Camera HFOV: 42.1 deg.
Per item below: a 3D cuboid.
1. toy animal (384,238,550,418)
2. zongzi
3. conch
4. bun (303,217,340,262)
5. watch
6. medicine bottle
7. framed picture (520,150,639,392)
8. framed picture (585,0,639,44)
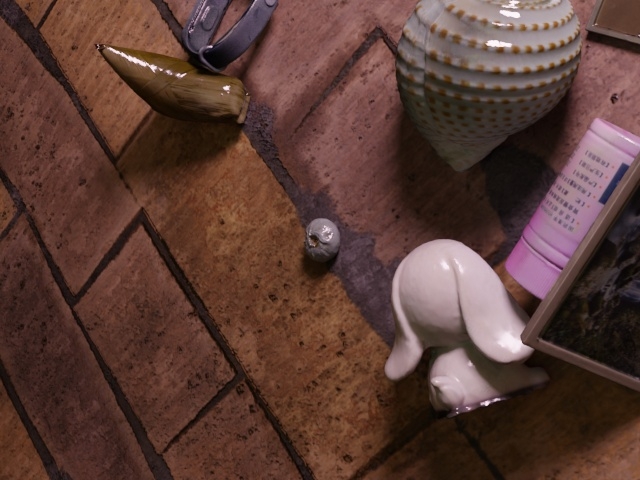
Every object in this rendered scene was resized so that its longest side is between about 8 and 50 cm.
[{"bbox_3d":[0.206,0.152,1.318,0.249,0.174,0.289,-45,68,26],"label":"toy animal"},{"bbox_3d":[-0.281,-0.316,1.614,0.228,0.256,0.114,11,75,33],"label":"zongzi"},{"bbox_3d":[0.227,-0.274,1.282,0.303,0.215,0.319,47,115,37],"label":"conch"},{"bbox_3d":[0.000,0.000,1.539,0.083,0.045,0.083,1,92,40],"label":"bun"},{"bbox_3d":[-0.182,-0.426,1.613,0.193,0.068,0.206,18,78,45],"label":"watch"},{"bbox_3d":[0.393,-0.031,1.197,0.152,0.152,0.253,38,112,29],"label":"medicine bottle"},{"bbox_3d":[0.455,0.053,1.142,0.241,0.020,0.324,24,109,-13],"label":"framed picture"},{"bbox_3d":[0.525,-0.355,1.182,0.250,0.016,0.184,26,105,32],"label":"framed picture"}]
